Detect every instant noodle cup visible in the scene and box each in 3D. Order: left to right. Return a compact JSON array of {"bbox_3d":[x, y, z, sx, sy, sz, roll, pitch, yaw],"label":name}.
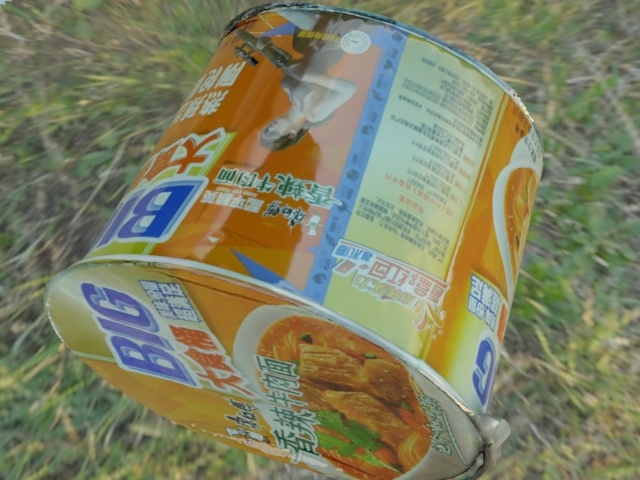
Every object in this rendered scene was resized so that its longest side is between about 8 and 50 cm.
[{"bbox_3d":[0.000,0.000,1.141,0.296,0.296,0.214,23,66,-5],"label":"instant noodle cup"}]

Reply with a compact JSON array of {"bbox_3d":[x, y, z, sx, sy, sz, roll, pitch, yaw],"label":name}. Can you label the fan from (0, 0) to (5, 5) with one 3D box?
[{"bbox_3d":[-0.249,-0.335,1.106,0.233,0.012,0.414,-3,92,-32],"label":"fan"}]
